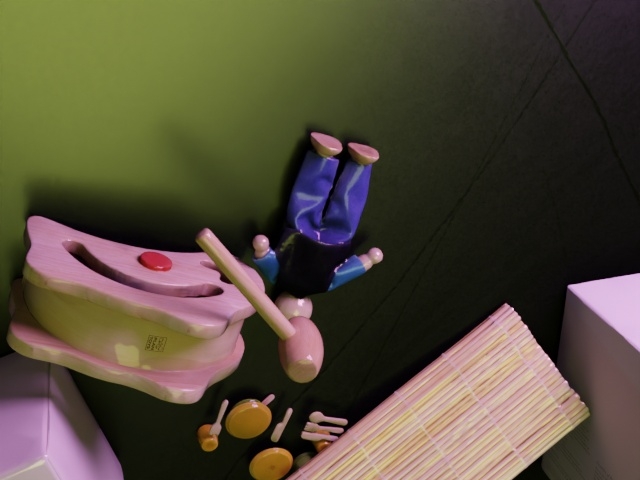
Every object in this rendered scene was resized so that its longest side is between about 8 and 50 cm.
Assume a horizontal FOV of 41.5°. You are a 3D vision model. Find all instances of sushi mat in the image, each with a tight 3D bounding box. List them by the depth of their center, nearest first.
[{"bbox_3d":[0.123,0.223,0.898,0.316,0.019,0.151,-38,90,-4],"label":"sushi mat"}]

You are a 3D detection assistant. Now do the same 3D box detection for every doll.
[{"bbox_3d":[0.000,0.000,0.788,0.129,0.046,0.189,11,112,-22],"label":"doll"}]

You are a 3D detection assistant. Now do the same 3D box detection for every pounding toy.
[{"bbox_3d":[-0.122,0.030,0.717,0.269,0.154,0.155,19,110,-5],"label":"pounding toy"}]

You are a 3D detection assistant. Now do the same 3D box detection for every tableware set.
[{"bbox_3d":[-0.055,0.211,0.895,0.154,0.024,0.104,14,114,-25],"label":"tableware set"}]

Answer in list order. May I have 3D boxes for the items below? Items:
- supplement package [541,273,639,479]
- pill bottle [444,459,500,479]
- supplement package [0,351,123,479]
[{"bbox_3d":[0.390,0.193,0.925,0.198,0.199,0.263,-8,118,-15],"label":"supplement package"},{"bbox_3d":[0.123,0.280,0.948,0.160,0.087,0.087,-26,121,-3],"label":"pill bottle"},{"bbox_3d":[-0.335,0.247,0.729,0.292,0.175,0.178,-21,120,-6],"label":"supplement package"}]
